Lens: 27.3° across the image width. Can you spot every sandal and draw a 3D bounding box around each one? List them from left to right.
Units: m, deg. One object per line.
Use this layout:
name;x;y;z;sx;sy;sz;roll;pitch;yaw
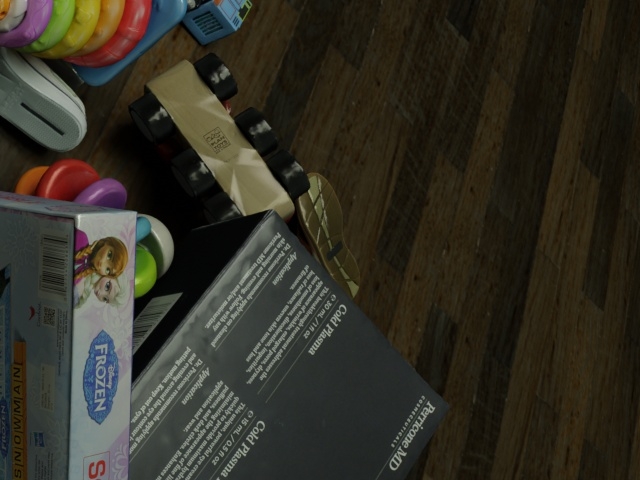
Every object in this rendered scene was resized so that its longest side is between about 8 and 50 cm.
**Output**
sandal;0.000;0.000;1.729;0.072;0.049;0.180;-39;117;-43

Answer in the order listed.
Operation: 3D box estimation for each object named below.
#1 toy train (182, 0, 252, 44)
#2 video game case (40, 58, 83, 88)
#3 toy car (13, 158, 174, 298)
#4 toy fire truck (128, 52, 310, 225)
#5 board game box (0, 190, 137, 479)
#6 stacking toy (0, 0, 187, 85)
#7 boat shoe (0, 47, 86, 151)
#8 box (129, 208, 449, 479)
toy train;-0.132;-0.344;1.720;0.105;0.080;0.184;52;40;-30
video game case;-0.321;-0.321;1.542;0.206;0.026;0.227;41;47;-27
toy car;-0.245;-0.014;1.363;0.182;0.136;0.159;32;42;23
toy fire truck;-0.112;-0.095;1.588;0.158;0.246;0.217;-36;84;-15
board game box;-0.283;0.116;1.086;0.066;0.318;0.318;-5;102;-50
stacking toy;-0.297;-0.247;1.340;0.165;0.175;0.302;58;30;3
boat shoe;-0.349;-0.183;1.425;0.226;0.083;0.076;45;18;-25
box;-0.089;0.202;1.379;0.312;0.179;0.343;49;59;-19
